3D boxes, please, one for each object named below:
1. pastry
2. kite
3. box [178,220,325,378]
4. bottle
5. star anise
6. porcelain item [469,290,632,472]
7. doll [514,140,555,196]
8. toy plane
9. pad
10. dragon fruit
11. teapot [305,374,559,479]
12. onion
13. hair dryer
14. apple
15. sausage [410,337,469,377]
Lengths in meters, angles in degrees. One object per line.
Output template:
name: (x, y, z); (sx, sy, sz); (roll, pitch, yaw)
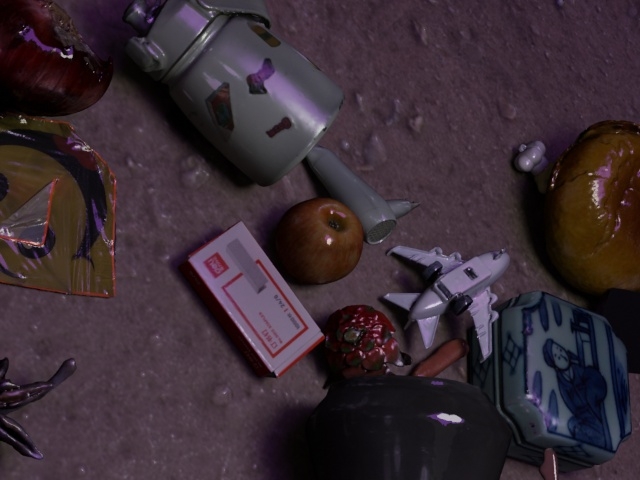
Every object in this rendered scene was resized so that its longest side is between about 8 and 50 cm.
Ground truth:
pastry: (0.572, -0.057, 2.271); (0.356, 0.164, 0.355); (-4, 96, -43)
kite: (-0.428, -0.051, 1.657); (0.377, 0.013, 0.327); (49, 49, -9)
box: (-0.105, 0.094, 1.799); (0.123, 0.050, 0.229); (-37, 94, -34)
bottle: (-0.150, -0.273, 1.853); (0.352, 0.229, 0.229); (40, 50, -11)
star anise: (-0.428, 0.210, 1.480); (0.231, 0.089, 0.209); (7, 77, -29)
porcelain item: (0.410, 0.248, 2.059); (0.286, 0.157, 0.281); (23, 56, -28)
doll: (0.451, -0.131, 2.333); (0.162, 0.062, 0.106); (48, 40, -10)
toy plane: (0.241, 0.079, 2.010); (0.255, 0.101, 0.251); (-31, 71, -27)
pad: (0.625, 0.184, 2.286); (0.246, 0.006, 0.170); (9, 102, -34)
dragon fruit: (0.067, 0.170, 1.857); (0.121, 0.130, 0.142); (-30, 122, -48)
teapot: (0.158, 0.393, 1.680); (0.305, 0.376, 0.361); (49, 41, -67)
onion: (-0.436, -0.263, 1.643); (0.272, 0.272, 0.195); (39, 94, -16)
hair dryer: (0.095, -0.083, 2.036); (0.237, 0.075, 0.206); (3, 43, -53)
apple: (0.000, 0.000, 1.879); (0.146, 0.131, 0.146); (14, 59, -26)
sausage: (0.201, 0.210, 1.995); (0.158, 0.036, 0.042); (-33, 83, -42)
